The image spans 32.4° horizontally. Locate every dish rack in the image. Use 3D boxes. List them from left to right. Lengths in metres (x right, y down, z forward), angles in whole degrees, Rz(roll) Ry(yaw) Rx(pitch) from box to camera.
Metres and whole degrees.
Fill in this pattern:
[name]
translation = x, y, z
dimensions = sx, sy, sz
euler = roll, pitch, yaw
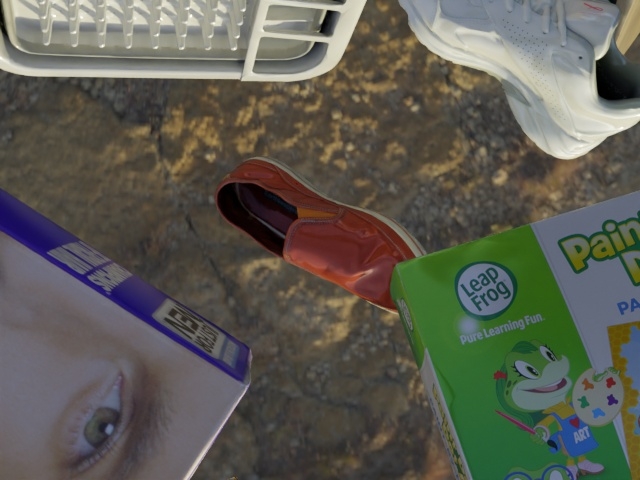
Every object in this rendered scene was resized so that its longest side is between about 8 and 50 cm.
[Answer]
[dish rack]
translation = -0.128, -0.230, 0.938
dimensions = 0.332, 0.072, 0.285
euler = -1, 162, -12

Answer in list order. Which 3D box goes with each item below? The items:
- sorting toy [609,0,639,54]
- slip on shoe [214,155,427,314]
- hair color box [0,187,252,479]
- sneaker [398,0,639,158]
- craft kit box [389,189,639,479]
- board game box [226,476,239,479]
[sorting toy]
translation = 0.240, -0.201, 0.886
dimensions = 0.046, 0.132, 0.275
euler = 28, 135, 16
[slip on shoe]
translation = 0.000, 0.000, 1.389
dimensions = 0.331, 0.101, 0.123
euler = 32, 126, 25
[hair color box]
translation = -0.220, 0.044, 0.507
dimensions = 0.338, 0.110, 0.185
euler = 32, 91, -5
[sneaker]
translation = 0.155, -0.159, 0.789
dimensions = 0.232, 0.090, 0.115
euler = 35, 150, -22
[craft kit box]
translation = 0.194, 0.095, 0.611
dimensions = 0.249, 0.247, 0.061
euler = -17, 159, -5
[board game box]
translation = -0.055, 0.248, 0.756
dimensions = 0.048, 0.170, 0.141
euler = -24, 88, -3
